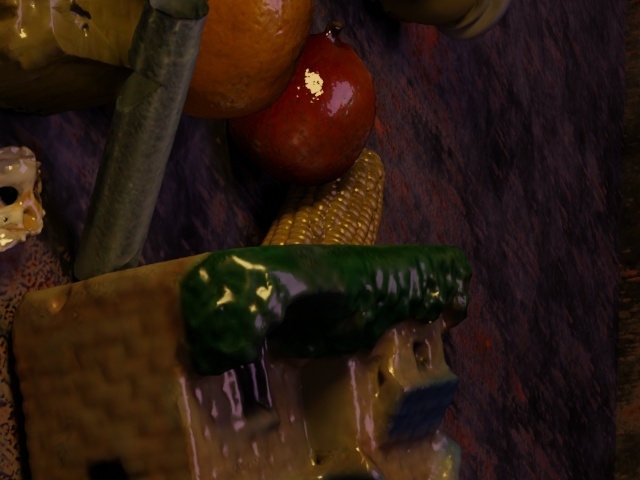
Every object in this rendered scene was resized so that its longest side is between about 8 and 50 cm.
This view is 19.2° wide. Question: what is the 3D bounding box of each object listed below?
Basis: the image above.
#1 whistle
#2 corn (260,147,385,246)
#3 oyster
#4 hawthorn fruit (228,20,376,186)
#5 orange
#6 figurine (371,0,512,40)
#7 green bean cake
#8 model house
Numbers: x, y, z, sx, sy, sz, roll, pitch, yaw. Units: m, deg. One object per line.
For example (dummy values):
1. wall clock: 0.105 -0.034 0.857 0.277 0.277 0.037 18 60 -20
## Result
1. whistle: -0.163 -0.086 1.696 0.062 0.062 0.312 -62 172 -55
2. corn: 0.000 0.000 2.188 0.347 0.130 0.130 -72 146 -52
3. oyster: -0.281 -0.043 1.628 0.146 0.045 0.121 -66 145 -40
4. hawthorn fruit: -0.012 -0.155 2.125 0.188 0.169 0.169 -59 162 14
5. orange: -0.125 -0.240 1.844 0.183 0.249 0.249 0 82 -43
6. figurine: 0.140 -0.363 2.538 0.382 0.205 0.224 -23 145 -57
7. green bean cake: -0.248 -0.237 1.672 0.236 0.124 0.233 5 77 -66
8. model house: -0.062 0.194 1.724 0.382 0.335 0.342 2 78 -57
